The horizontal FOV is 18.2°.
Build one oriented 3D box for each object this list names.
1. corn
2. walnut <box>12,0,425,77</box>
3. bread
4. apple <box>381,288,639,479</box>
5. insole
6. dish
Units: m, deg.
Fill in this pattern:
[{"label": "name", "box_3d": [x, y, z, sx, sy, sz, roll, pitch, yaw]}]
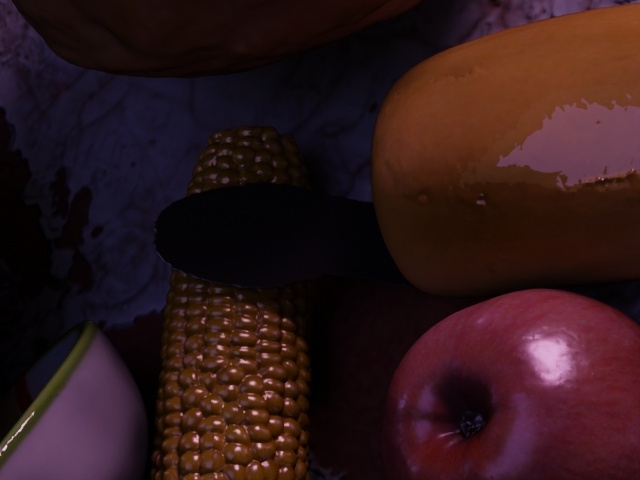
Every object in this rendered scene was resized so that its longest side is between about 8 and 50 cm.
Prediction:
[{"label": "corn", "box_3d": [-0.047, 0.062, 1.142, 0.091, 0.091, 0.260, -11, 66, 36]}, {"label": "walnut", "box_3d": [-0.063, -0.241, 1.122, 0.344, 0.306, 0.306, -25, 63, 38]}, {"label": "bread", "box_3d": [0.120, -0.049, 1.033, 0.217, 0.098, 0.147, -12, 66, 27]}, {"label": "apple", "box_3d": [0.102, 0.098, 0.995, 0.153, 0.120, 0.153, -12, 70, 36]}, {"label": "insole", "box_3d": [0.000, 0.000, 1.112, 0.188, 0.004, 0.064, 4, 72, 4]}, {"label": "dish", "box_3d": [-0.193, 0.204, 1.134, 0.124, 0.324, 0.324, 42, 108, -8]}]
